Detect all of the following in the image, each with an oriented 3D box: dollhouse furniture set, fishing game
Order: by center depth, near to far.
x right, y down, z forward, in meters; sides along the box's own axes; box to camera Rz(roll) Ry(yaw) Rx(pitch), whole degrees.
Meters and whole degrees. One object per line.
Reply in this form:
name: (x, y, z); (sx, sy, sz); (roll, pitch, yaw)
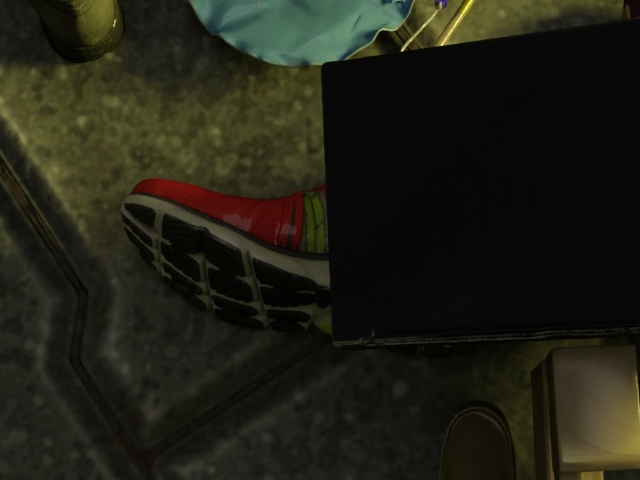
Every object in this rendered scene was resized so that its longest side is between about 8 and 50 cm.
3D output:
dollhouse furniture set: (0.290, 0.166, 1.181); (0.303, 0.286, 0.198); (-3, 83, 3)
fishing game: (-0.011, -0.206, 1.427); (0.264, 0.041, 0.189); (24, 68, 15)

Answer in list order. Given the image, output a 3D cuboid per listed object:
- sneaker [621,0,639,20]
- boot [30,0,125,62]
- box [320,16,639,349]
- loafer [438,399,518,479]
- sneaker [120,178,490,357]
sneaker: (0.212, -0.100, 1.368); (0.084, 0.069, 0.185); (0, 71, 2)
boot: (-0.212, -0.257, 1.385); (0.083, 0.161, 0.246); (-27, 74, -6)
box: (0.199, -0.030, 1.153); (0.294, 0.296, 0.183); (-6, 86, 32)
loafer: (0.106, 0.179, 1.298); (0.056, 0.050, 0.148); (2, 74, 3)
sneaker: (0.000, 0.000, 1.347); (0.279, 0.107, 0.118); (15, 59, 2)
